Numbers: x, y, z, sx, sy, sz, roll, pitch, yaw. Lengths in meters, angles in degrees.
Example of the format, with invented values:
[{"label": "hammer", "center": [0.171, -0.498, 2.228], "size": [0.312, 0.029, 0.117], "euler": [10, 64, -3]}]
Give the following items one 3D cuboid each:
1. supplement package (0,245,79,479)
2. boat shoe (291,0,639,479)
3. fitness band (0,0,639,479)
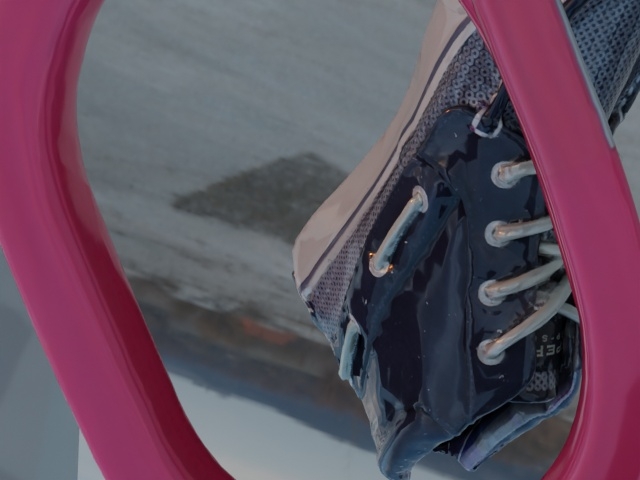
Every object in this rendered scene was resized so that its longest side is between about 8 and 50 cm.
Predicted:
[{"label": "supplement package", "center": [-0.276, 0.081, 0.745], "size": [0.149, 0.194, 0.203], "euler": [-11, 164, 41]}, {"label": "boat shoe", "center": [0.103, -0.014, 0.563], "size": [0.127, 0.158, 0.340], "euler": [-5, 147, -29]}, {"label": "fitness band", "center": [0.000, 0.000, 0.413], "size": [0.209, 0.290, 0.054], "euler": [-19, -171, 12]}]
